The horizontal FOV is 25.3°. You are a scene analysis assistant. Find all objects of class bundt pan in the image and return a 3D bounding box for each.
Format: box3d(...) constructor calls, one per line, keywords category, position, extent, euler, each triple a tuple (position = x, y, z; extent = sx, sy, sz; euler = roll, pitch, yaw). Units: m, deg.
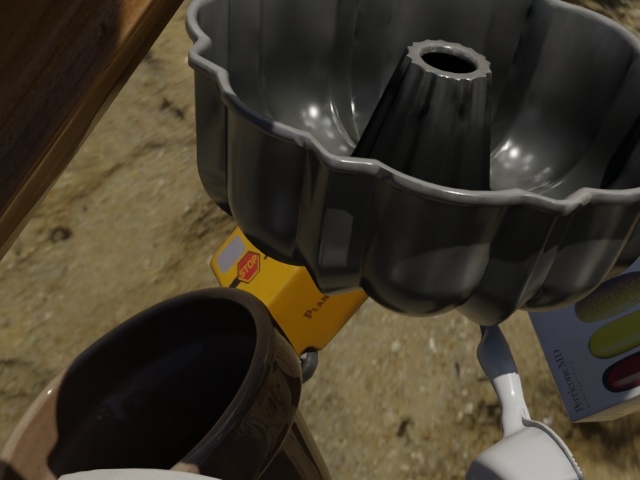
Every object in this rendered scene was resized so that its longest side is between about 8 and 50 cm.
box3d(category="bundt pan", position=(0.070, -0.062, 0.904), extent=(0.331, 0.331, 0.124), euler=(13, 122, 3))

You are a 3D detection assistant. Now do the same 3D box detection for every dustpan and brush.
box3d(category="dustpan and brush", position=(0.122, 0.142, 0.865), extent=(0.060, 0.147, 0.211), euler=(-16, 67, -20))

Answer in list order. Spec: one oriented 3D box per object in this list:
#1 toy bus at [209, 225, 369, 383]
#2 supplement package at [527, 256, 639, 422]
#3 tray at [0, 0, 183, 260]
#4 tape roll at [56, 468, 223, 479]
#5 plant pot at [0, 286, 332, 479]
box3d(category="toy bus", position=(0.000, 0.000, 1.402), extent=(0.108, 0.130, 0.332), euler=(25, 113, -42))
box3d(category="supplement package", position=(0.365, 0.086, 1.489), extent=(0.244, 0.134, 0.139), euler=(-28, 71, 25))
box3d(category="tray", position=(-0.107, -0.171, 0.459), extent=(0.203, 0.076, 0.411), euler=(34, 83, -4))
box3d(category="tape roll", position=(-0.079, 0.237, 0.573), extent=(0.246, 0.169, 0.246), euler=(3, 108, 8))
box3d(category="plant pot", position=(-0.088, 0.203, 1.133), extent=(0.263, 0.263, 0.229), euler=(-31, 117, 12))
